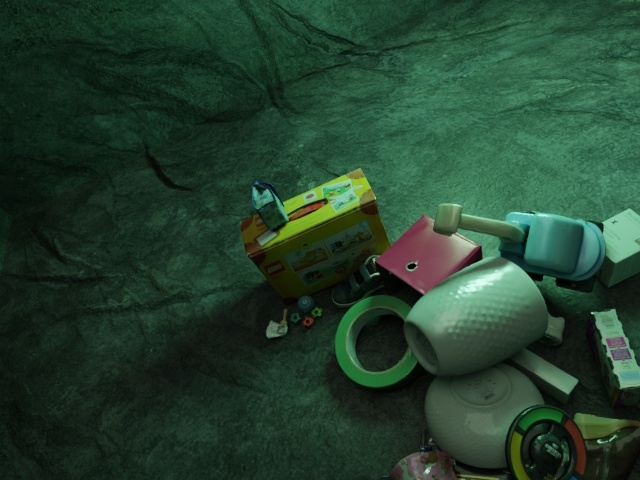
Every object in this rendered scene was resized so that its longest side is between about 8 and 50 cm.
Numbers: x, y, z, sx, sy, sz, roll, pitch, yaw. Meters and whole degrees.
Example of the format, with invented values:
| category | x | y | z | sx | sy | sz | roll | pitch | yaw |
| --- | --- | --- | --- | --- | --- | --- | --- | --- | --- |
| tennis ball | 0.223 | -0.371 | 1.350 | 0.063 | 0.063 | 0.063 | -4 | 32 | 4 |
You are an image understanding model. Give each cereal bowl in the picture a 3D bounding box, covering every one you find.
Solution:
| category | x | y | z | sx | sy | sz | roll | pitch | yaw |
| --- | --- | --- | --- | --- | --- | --- | --- | --- | --- |
| cereal bowl | 0.463 | 0.460 | 1.328 | 0.340 | 0.141 | 0.339 | -12 | 27 | 6 |

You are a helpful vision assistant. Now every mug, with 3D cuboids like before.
| category | x | y | z | sx | sy | sz | roll | pitch | yaw |
| --- | --- | --- | --- | --- | --- | --- | --- | --- | --- |
| mug | 0.416 | 0.258 | 1.366 | 0.328 | 0.374 | 0.276 | -24 | 63 | -17 |

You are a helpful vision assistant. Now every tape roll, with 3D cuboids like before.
| category | x | y | z | sx | sy | sz | roll | pitch | yaw |
| --- | --- | --- | --- | --- | --- | --- | --- | --- | --- |
| tape roll | 0.208 | 0.350 | 1.597 | 0.322 | 0.077 | 0.320 | -13 | 59 | 23 |

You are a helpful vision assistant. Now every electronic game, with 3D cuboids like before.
| category | x | y | z | sx | sy | sz | roll | pitch | yaw |
| --- | --- | --- | --- | --- | --- | --- | --- | --- | --- |
| electronic game | 0.571 | 0.535 | 1.169 | 0.230 | 0.048 | 0.229 | 3 | 76 | -12 |

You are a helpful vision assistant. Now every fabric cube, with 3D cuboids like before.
| category | x | y | z | sx | sy | sz | roll | pitch | yaw |
| --- | --- | --- | --- | --- | --- | --- | --- | --- | --- |
| fabric cube | 0.390 | 0.116 | 1.627 | 0.258 | 0.259 | 0.254 | -42 | 49 | -12 |

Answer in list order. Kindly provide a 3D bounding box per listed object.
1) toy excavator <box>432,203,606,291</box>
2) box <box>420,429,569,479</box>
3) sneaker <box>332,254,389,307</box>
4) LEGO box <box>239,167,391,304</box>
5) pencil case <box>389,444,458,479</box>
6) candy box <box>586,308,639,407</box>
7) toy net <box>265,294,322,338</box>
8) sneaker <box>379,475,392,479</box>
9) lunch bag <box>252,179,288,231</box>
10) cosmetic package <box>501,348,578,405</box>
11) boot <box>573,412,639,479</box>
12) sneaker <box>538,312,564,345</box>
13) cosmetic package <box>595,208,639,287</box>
| category | x | y | z | sx | sy | sz | roll | pitch | yaw |
| --- | --- | --- | --- | --- | --- | --- | --- | --- | --- |
| toy excavator | 0.604 | -0.011 | 1.389 | 0.433 | 0.445 | 0.222 | 12 | 85 | 33 |
| box | 0.469 | 0.698 | 1.244 | 0.396 | 0.097 | 0.318 | -3 | 49 | 21 |
| sneaker | 0.177 | 0.141 | 1.787 | 0.321 | 0.127 | 0.126 | -28 | 49 | 2 |
| LEGO box | 0.000 | 0.000 | 1.805 | 0.501 | 0.372 | 0.193 | -23 | 48 | 4 |
| pencil case | 0.318 | 0.712 | 1.129 | 0.167 | 0.160 | 0.386 | -50 | 41 | 26 |
| candy box | 0.841 | 0.337 | 1.329 | 0.071 | 0.159 | 0.233 | -12 | 50 | 16 |
| toy net | -0.106 | 0.319 | 1.823 | 0.232 | 0.045 | 0.122 | -39 | 67 | -6 |
| sneaker | 0.179 | 0.779 | 1.315 | 0.226 | 0.086 | 0.163 | -47 | 18 | 18 |
| lunch bag | -0.186 | -0.131 | 1.653 | 0.096 | 0.128 | 0.151 | -30 | 45 | -3 |
| cosmetic package | 0.648 | 0.391 | 1.410 | 0.060 | 0.098 | 0.239 | -44 | 51 | -17 |
| boot | 0.799 | 0.582 | 1.225 | 0.249 | 0.090 | 0.206 | 1 | 66 | 22 |
| sneaker | 0.681 | 0.253 | 1.522 | 0.232 | 0.090 | 0.115 | 23 | 59 | 25 |
| cosmetic package | 0.980 | 0.025 | 1.520 | 0.184 | 0.151 | 0.151 | -28 | 48 | 0 |
